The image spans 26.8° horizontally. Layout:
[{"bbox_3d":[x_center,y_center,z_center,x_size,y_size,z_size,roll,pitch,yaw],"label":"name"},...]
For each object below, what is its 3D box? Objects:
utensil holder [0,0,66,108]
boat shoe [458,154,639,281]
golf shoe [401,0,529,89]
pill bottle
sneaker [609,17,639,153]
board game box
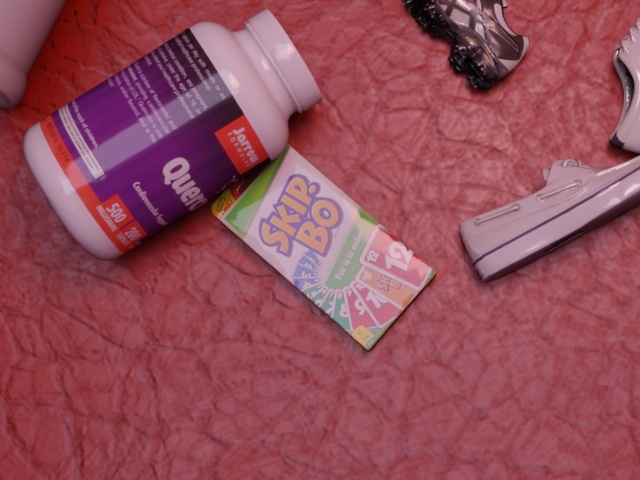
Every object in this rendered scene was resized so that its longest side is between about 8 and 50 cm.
[{"bbox_3d":[-0.404,-0.395,1.531,0.327,0.327,0.385,26,83,7],"label":"utensil holder"},{"bbox_3d":[0.285,-0.050,1.541,0.267,0.096,0.088,-30,77,15],"label":"boat shoe"},{"bbox_3d":[0.167,-0.277,1.602,0.094,0.077,0.198,-36,88,-12],"label":"golf shoe"},{"bbox_3d":[-0.165,-0.128,1.543,0.323,0.181,0.181,-32,81,0],"label":"pill bottle"},{"bbox_3d":[0.390,-0.225,1.560,0.091,0.094,0.258,9,83,1],"label":"sneaker"},{"bbox_3d":[0.000,0.000,1.590,0.259,0.039,0.124,41,86,11],"label":"board game box"}]
